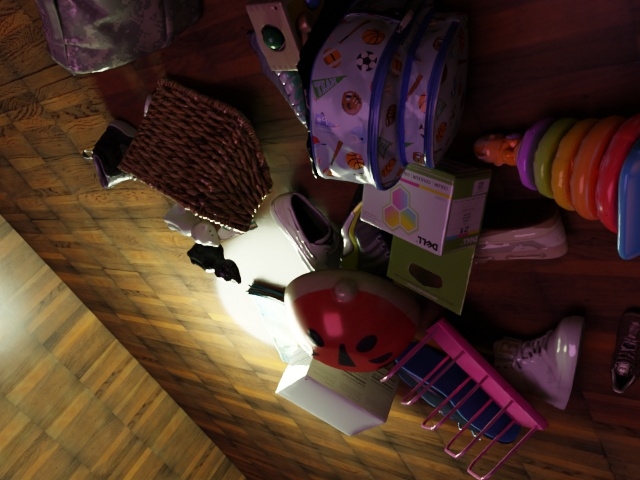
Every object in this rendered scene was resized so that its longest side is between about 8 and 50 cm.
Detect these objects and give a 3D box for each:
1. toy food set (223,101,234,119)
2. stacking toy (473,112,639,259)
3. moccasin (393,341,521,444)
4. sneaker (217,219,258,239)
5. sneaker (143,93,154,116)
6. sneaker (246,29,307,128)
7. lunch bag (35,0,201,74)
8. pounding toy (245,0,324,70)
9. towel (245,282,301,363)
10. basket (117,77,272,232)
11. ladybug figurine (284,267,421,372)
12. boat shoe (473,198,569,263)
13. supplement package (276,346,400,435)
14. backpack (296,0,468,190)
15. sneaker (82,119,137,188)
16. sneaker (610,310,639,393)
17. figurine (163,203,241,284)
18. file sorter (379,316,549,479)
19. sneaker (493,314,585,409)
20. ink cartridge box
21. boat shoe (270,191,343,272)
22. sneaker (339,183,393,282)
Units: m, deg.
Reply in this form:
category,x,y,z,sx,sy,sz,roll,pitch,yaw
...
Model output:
category,x,y,z,sx,sy,sz,roll,pitch,yaw
toy food set,-0.193,-0.233,1.327,0.132,0.038,0.192,55,155,-17
stacking toy,0.344,-0.114,0.883,0.302,0.175,0.166,24,141,45
moccasin,0.330,0.365,1.520,0.342,0.138,0.117,38,155,25
sneaker,-0.216,-0.050,1.570,0.161,0.057,0.075,-11,103,55
sneaker,-0.362,-0.270,1.432,0.065,0.061,0.158,4,144,1
sneaker,-0.047,-0.283,1.102,0.224,0.083,0.098,59,163,-23
lunch bag,-0.347,-0.442,0.997,0.212,0.256,0.305,30,147,10
pounding toy,-0.033,-0.321,0.957,0.100,0.141,0.130,10,139,35
towel,-0.058,0.287,1.848,0.271,0.040,0.370,14,142,33
basket,-0.234,-0.176,1.320,0.299,0.223,0.213,28,-177,37
ladybug figurine,0.065,0.188,1.377,0.305,0.162,0.449,5,160,12
boat shoe,0.279,-0.002,1.102,0.302,0.109,0.098,-6,127,40
supplement package,0.047,0.406,1.749,0.262,0.145,0.204,34,143,-10
backpack,0.090,-0.201,0.879,0.213,0.263,0.276,16,141,29
sneaker,-0.452,-0.165,1.542,0.268,0.153,0.101,39,148,-3
sneaker,0.561,0.207,1.124,0.066,0.071,0.188,14,142,31
figurine,-0.295,0.006,1.613,0.209,0.092,0.215,30,152,49
file sorter,0.289,0.339,1.335,0.291,0.182,0.202,46,172,11
sneaker,0.427,0.232,1.252,0.169,0.108,0.292,17,144,23
ink cartridge box,0.160,-0.014,1.037,0.189,0.097,0.255,28,120,44
boat shoe,0.000,0.000,1.385,0.267,0.096,0.088,55,149,-12
sneaker,0.112,-0.012,1.267,0.121,0.111,0.300,15,147,10
